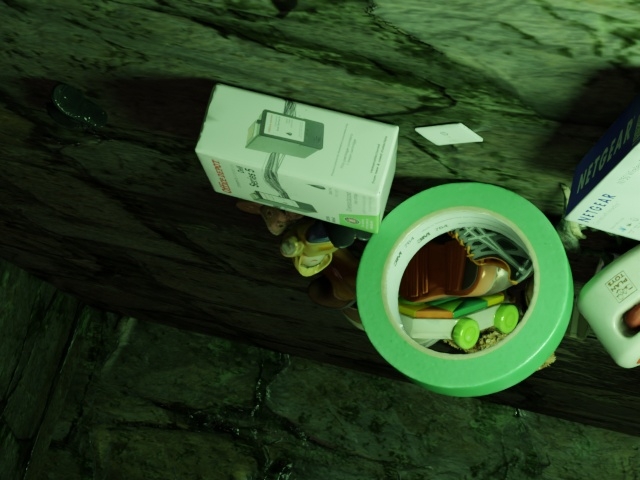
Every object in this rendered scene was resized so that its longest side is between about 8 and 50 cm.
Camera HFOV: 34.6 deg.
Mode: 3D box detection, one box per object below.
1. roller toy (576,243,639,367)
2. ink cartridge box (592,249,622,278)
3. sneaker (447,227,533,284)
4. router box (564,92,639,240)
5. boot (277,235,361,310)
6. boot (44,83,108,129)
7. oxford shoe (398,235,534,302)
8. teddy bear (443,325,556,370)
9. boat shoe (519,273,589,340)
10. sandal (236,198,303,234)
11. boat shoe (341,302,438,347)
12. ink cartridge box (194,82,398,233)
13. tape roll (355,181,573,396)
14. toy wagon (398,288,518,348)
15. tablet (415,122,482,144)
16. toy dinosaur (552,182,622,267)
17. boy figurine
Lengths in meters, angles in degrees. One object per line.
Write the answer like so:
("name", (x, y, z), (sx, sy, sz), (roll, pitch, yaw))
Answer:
("roller toy", (0.492, 0.085, 1.548), (0.146, 0.191, 0.209), (57, 161, 21))
("ink cartridge box", (0.564, 0.078, 1.727), (0.206, 0.045, 0.208), (13, 151, 10))
("sneaker", (0.255, -0.005, 1.661), (0.215, 0.083, 0.084), (28, 174, 26))
("router box", (0.485, -0.065, 1.227), (0.301, 0.082, 0.335), (15, 166, 3))
("boot", (0.004, 0.068, 2.240), (0.264, 0.096, 0.280), (3, 160, 44))
("boot", (-0.424, -0.222, 1.713), (0.099, 0.045, 0.121), (8, 165, 41))
("oxford shoe", (0.244, 0.054, 1.873), (0.133, 0.129, 0.364), (2, -177, -25))
("teddy bear", (0.390, 0.244, 2.460), (0.338, 0.113, 0.245), (23, 167, -24))
("boat shoe", (0.433, 0.133, 1.984), (0.104, 0.110, 0.307), (6, 163, 30))
("sandal", (-0.080, -0.046, 1.925), (0.088, 0.079, 0.240), (26, 162, -36))
("boat shoe", (0.158, 0.147, 2.382), (0.324, 0.123, 0.116), (13, 135, 47))
("ink cartridge box", (-0.031, -0.118, 1.522), (0.273, 0.114, 0.198), (14, 166, 7))
("tape roll", (0.216, 0.072, 1.556), (0.321, 0.321, 0.077), (10, 165, 22))
("toy wagon", (0.255, 0.120, 2.014), (0.344, 0.068, 0.267), (-14, -159, -40))
("tablet", (0.176, -0.146, 1.414), (0.054, 0.006, 0.083), (28, 161, -38))
("toy dinosaur", (0.404, -0.008, 1.589), (0.118, 0.064, 0.268), (20, 164, 11))
("boy figurine", (0.000, 0.000, 1.908), (0.177, 0.092, 0.285), (-17, 171, -24))
